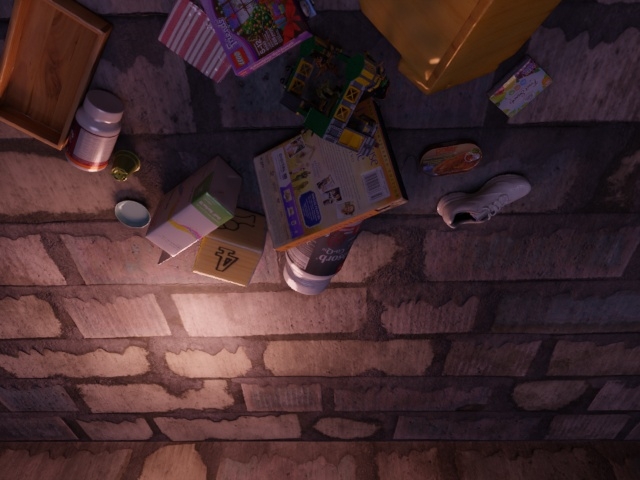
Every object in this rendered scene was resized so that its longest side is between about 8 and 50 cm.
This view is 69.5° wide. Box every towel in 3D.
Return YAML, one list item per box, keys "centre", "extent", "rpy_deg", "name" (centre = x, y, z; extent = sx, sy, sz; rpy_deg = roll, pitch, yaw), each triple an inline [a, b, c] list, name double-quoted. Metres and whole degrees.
- centre: [-0.312, -0.527, 1.214]
  extent: [0.197, 0.029, 0.144]
  rpy_deg: [33, 124, -22]
  name: "towel"

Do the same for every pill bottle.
- centre: [0.000, 0.000, 1.546]
  extent: [0.210, 0.210, 0.363]
  rpy_deg: [13, 131, -10]
  name: "pill bottle"
- centre: [-0.654, -0.316, 1.340]
  extent: [0.121, 0.121, 0.221]
  rpy_deg: [26, 127, -20]
  name: "pill bottle"

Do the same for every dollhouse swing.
- centre: [0.306, -0.572, 1.043]
  extent: [0.314, 0.305, 0.347]
  rpy_deg: [-23, 169, -16]
  name: "dollhouse swing"

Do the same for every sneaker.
- centre: [0.534, -0.114, 1.490]
  extent: [0.296, 0.129, 0.111]
  rpy_deg: [-22, 125, 18]
  name: "sneaker"

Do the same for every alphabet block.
- centre: [-0.304, 0.012, 1.577]
  extent: [0.197, 0.193, 0.194]
  rpy_deg: [19, 127, -14]
  name: "alphabet block"

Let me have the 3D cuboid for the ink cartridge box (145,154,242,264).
- centre: [-0.426, -0.092, 1.474]
  extent: [0.353, 0.207, 0.119]
  rpy_deg: [-30, 126, 24]
  name: "ink cartridge box"

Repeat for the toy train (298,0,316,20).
- centre: [-0.096, -0.542, 1.142]
  extent: [0.184, 0.105, 0.080]
  rpy_deg: [-22, 127, 20]
  name: "toy train"

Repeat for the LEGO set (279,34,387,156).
- centre: [0.058, -0.365, 1.180]
  extent: [0.192, 0.331, 0.255]
  rpy_deg: [12, 106, -41]
  name: "LEGO set"

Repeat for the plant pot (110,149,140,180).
- centre: [-0.618, -0.228, 1.444]
  extent: [0.083, 0.079, 0.083]
  rpy_deg: [0, 130, 0]
  name: "plant pot"

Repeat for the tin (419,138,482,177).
- centre: [0.401, -0.256, 1.430]
  extent: [0.189, 0.040, 0.106]
  rpy_deg: [-8, 135, 8]
  name: "tin"

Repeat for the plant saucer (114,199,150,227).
- centre: [-0.648, -0.096, 1.598]
  extent: [0.119, 0.021, 0.119]
  rpy_deg: [0, 131, 0]
  name: "plant saucer"

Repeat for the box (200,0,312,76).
- centre: [-0.170, -0.563, 1.066]
  extent: [0.200, 0.057, 0.294]
  rpy_deg: [-24, 96, 20]
  name: "box"

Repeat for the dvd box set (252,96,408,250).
- centre: [0.013, -0.179, 1.326]
  extent: [0.420, 0.308, 0.062]
  rpy_deg: [-22, 165, 25]
  name: "dvd box set"

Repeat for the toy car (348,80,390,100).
- centre: [0.139, -0.419, 1.304]
  extent: [0.121, 0.060, 0.040]
  rpy_deg: [1, 178, 22]
  name: "toy car"

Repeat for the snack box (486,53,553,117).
- centre: [0.550, -0.424, 1.278]
  extent: [0.100, 0.037, 0.141]
  rpy_deg: [29, 126, -24]
  name: "snack box"

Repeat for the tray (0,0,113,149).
- centre: [-0.737, -0.460, 1.249]
  extent: [0.202, 0.076, 0.411]
  rpy_deg: [28, 127, -22]
  name: "tray"
